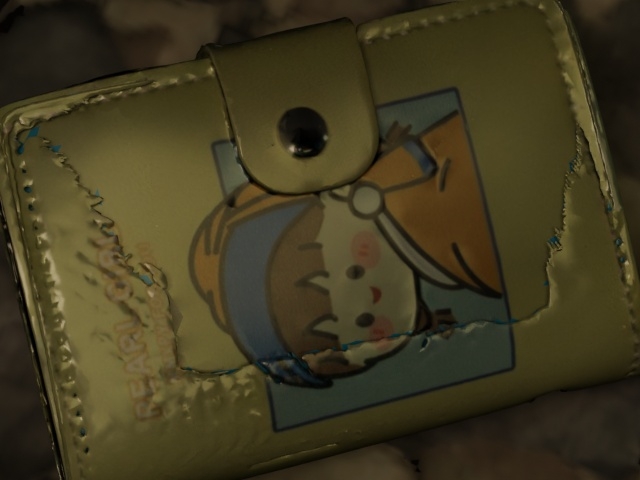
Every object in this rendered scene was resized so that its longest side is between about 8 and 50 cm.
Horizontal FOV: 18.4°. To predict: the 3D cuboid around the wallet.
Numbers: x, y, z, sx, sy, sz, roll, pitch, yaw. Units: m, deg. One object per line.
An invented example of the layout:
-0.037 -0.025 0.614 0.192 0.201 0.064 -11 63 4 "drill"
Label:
0.000 0.000 0.504 0.155 0.039 0.110 -14 92 -13 "wallet"
